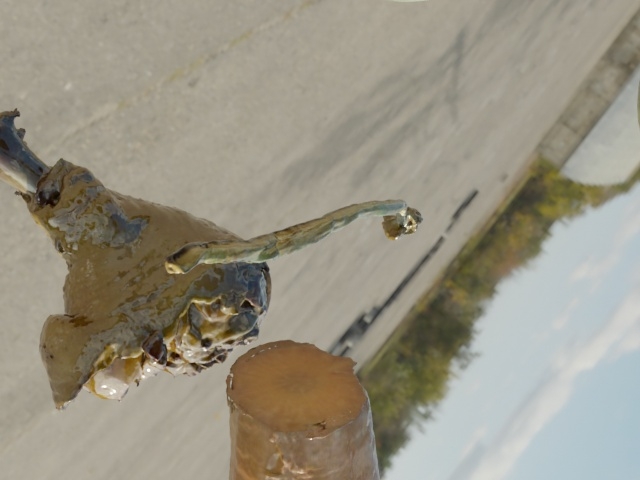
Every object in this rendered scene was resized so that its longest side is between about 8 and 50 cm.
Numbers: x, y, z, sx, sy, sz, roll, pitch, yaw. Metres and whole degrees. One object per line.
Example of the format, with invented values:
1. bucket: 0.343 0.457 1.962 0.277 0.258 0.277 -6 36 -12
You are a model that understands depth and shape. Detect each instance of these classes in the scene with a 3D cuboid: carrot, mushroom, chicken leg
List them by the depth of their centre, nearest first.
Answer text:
1. mushroom: 0.000 -0.006 0.576 0.286 0.025 0.028 -8 103 -66
2. carrot: -0.005 0.246 1.092 0.196 0.195 0.254 -43 142 -56
3. chicken leg: -0.247 0.038 1.216 0.182 0.409 0.295 -6 -134 56

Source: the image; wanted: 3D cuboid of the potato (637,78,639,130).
1. potato: 0.318 -0.071 0.718 0.186 0.253 0.149 -25 133 5
